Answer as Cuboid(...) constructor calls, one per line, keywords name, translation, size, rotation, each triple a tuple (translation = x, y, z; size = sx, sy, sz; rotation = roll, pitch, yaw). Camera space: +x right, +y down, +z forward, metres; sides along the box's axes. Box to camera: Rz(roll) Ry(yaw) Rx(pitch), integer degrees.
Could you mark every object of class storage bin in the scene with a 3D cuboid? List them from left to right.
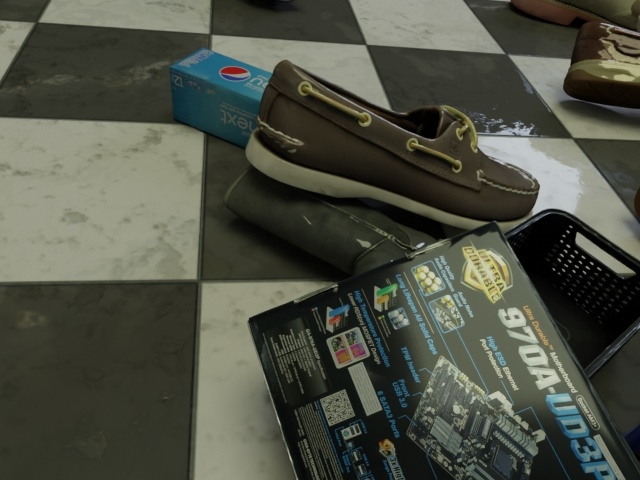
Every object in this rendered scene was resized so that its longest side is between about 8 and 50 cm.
Cuboid(name="storage bin", translation=(0.179, 0.063, 0.431), size=(0.180, 0.084, 0.122), rotation=(-25, 54, -31))

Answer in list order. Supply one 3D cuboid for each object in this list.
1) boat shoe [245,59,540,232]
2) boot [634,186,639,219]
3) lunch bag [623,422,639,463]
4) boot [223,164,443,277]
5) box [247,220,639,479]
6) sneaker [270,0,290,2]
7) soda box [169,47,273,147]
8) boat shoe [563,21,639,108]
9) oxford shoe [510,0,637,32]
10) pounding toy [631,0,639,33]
Cuboid(name="boat shoe", translation=(0.095, -0.088, 0.514), size=(0.325, 0.096, 0.116), rotation=(11, 28, -19))
Cuboid(name="boot", translation=(0.489, 0.029, 0.522), size=(0.221, 0.108, 0.283), rotation=(-1, 39, -16))
Cuboid(name="lunch bag", translation=(0.363, 0.114, 0.202), size=(0.239, 0.385, 0.327), rotation=(-18, 52, -26))
Cuboid(name="boot", translation=(-0.001, 0.002, 0.465), size=(0.209, 0.076, 0.190), rotation=(34, 35, 13))
Cuboid(name="box", translation=(0.072, 0.117, 0.307), size=(0.175, 0.051, 0.220), rotation=(-22, 65, -2))
Cuboid(name="sneaker", translation=(-0.054, -0.500, 0.933), size=(0.226, 0.086, 0.163), rotation=(-37, 50, -25))
Cuboid(name="soda box", translation=(-0.069, -0.151, 0.606), size=(0.210, 0.071, 0.067), rotation=(24, 46, 14))
Cuboid(name="boat shoe", translation=(0.540, -0.252, 0.754), size=(0.343, 0.123, 0.123), rotation=(11, 88, 8))
Cuboid(name="oxford shoe", translation=(0.589, -0.487, 1.004), size=(0.398, 0.146, 0.140), rotation=(10, 44, -1))
Cuboid(name="pounding toy", translation=(0.610, -0.341, 0.856), size=(0.154, 0.154, 0.269), rotation=(-15, 51, -28))
